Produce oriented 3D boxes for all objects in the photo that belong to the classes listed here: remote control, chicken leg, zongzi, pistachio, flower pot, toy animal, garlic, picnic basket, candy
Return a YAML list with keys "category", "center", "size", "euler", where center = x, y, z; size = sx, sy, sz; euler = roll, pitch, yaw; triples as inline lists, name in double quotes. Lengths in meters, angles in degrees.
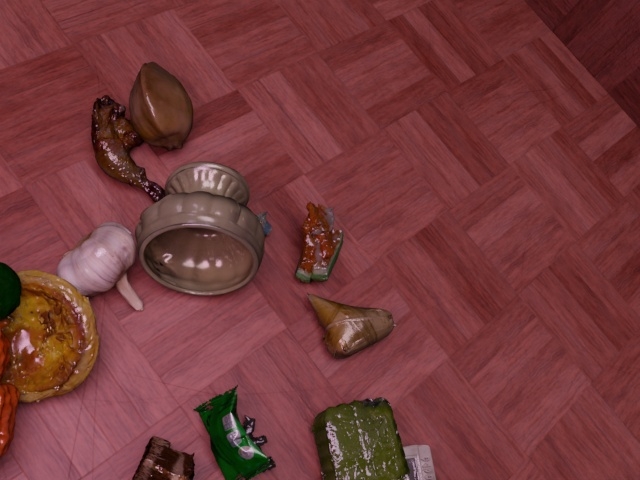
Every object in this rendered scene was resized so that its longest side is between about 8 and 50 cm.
- category: "remote control"
  center: [0.241, 0.622, 1.526]
  size: [0.090, 0.049, 0.230]
  euler: [2, 66, -19]
- category: "chicken leg"
  center: [-0.514, -0.240, 1.639]
  size: [0.177, 0.083, 0.322]
  euler: [0, 62, -40]
- category: "zongzi"
  center: [0.078, 0.195, 1.644]
  size: [0.194, 0.099, 0.197]
  euler: [-18, 67, -26]
- category: "pistachio"
  center: [-0.429, -0.372, 1.658]
  size: [0.163, 0.213, 0.260]
  euler: [-17, 64, -6]
- category: "flower pot"
  center: [-0.287, -0.036, 1.519]
  size: [0.307, 0.307, 0.244]
  euler: [11, 47, -15]
- category: "toy animal"
  center: [-0.156, 0.473, 1.452]
  size: [0.065, 0.047, 0.136]
  euler: [-16, 78, -17]
- category: "garlic"
  center: [-0.486, 0.085, 1.453]
  size: [0.199, 0.199, 0.226]
  euler: [-48, 114, -31]
- category: "picnic basket"
  center: [-0.173, -0.047, 1.682]
  size: [0.083, 0.065, 0.083]
  euler: [34, 66, -28]
- category: "candy"
  center: [-0.204, 0.445, 1.401]
  size: [0.078, 0.141, 0.203]
  euler: [-13, 68, -44]

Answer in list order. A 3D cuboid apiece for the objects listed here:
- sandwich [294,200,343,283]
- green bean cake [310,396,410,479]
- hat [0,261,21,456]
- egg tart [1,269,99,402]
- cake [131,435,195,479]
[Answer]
- category: "sandwich"
  center: [-0.002, 0.008, 1.664]
  size: [0.109, 0.160, 0.185]
  euler: [11, 53, 6]
- category: "green bean cake"
  center: [0.096, 0.495, 1.496]
  size: [0.200, 0.113, 0.214]
  euler: [-3, 68, -24]
- category: "hat"
  center: [-0.718, 0.231, 1.175]
  size: [0.285, 0.285, 0.400]
  euler: [5, 86, -18]
- category: "egg tart"
  center: [-0.610, 0.202, 1.347]
  size: [0.290, 0.115, 0.290]
  euler: [0, 88, 3]
- category: "cake"
  center: [-0.330, 0.499, 1.272]
  size: [0.112, 0.246, 0.135]
  euler: [27, 79, -8]
